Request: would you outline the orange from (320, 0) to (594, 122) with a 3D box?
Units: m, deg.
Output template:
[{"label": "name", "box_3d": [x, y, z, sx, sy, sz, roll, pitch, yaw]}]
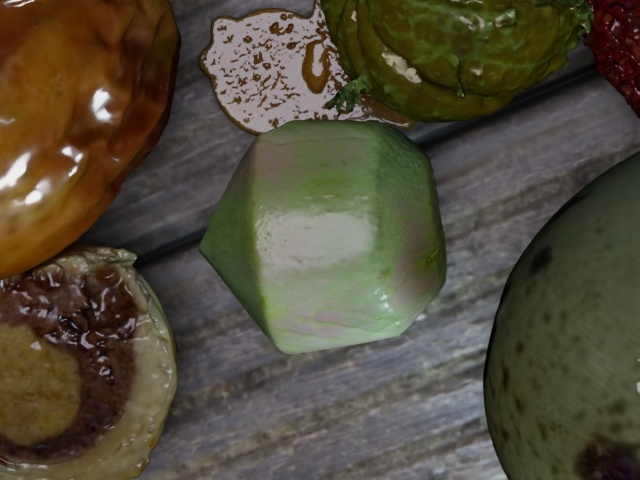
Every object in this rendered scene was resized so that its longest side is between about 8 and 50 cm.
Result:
[{"label": "orange", "box_3d": [0.117, -0.257, 1.561, 0.223, 0.300, 0.301, -8, 76, -31]}]

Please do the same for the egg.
[{"label": "egg", "box_3d": [0.333, 0.087, 1.537, 0.345, 0.345, 0.428, 29, 87, 4]}]

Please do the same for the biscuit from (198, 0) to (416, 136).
[{"label": "biscuit", "box_3d": [-0.006, -0.165, 1.707, 0.226, 0.036, 0.166, -5, 90, 1]}]

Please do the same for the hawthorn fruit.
[{"label": "hawthorn fruit", "box_3d": [-0.350, -0.172, 1.551, 0.472, 0.472, 0.471, 0, 94, 6]}]

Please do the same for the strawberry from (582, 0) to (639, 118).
[{"label": "strawberry", "box_3d": [0.357, -0.238, 1.576, 0.274, 0.220, 0.274, 0, 91, 3]}]

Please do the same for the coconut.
[{"label": "coconut", "box_3d": [0.000, 0.000, 1.639, 0.236, 0.236, 0.204, -4, 61, 6]}]

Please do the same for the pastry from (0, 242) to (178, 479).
[{"label": "pastry", "box_3d": [-0.259, 0.115, 1.696, 0.256, 0.170, 0.236, -20, 114, 7]}]
